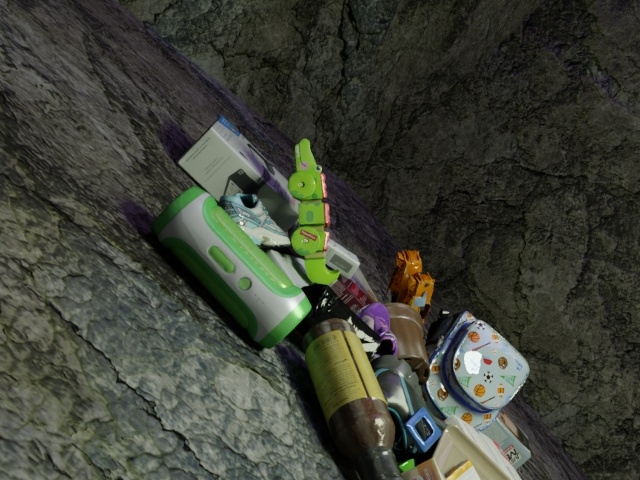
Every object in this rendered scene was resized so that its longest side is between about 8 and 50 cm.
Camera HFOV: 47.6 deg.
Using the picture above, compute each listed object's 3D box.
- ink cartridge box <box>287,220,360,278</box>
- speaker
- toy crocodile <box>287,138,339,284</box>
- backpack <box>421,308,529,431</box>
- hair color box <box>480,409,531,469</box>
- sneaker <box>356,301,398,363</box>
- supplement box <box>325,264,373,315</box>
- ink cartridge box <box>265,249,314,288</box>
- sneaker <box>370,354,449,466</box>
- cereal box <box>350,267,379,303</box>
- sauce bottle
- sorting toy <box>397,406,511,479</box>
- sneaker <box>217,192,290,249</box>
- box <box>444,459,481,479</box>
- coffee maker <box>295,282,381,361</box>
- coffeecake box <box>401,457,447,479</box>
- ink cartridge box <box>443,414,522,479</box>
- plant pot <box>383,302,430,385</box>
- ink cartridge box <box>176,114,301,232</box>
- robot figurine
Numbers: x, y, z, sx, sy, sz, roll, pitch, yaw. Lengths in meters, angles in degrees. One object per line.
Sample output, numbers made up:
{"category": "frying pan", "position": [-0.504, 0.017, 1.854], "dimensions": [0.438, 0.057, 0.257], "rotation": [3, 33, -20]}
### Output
{"category": "ink cartridge box", "position": [0.000, 0.000, 1.881], "dimensions": [0.189, 0.066, 0.232], "rotation": [33, 13, -12]}
{"category": "speaker", "position": [-0.154, 0.047, 1.271], "dimensions": [0.296, 0.131, 0.131], "rotation": [46, 11, -1]}
{"category": "toy crocodile", "position": [-0.019, -0.066, 1.685], "dimensions": [0.115, 0.105, 0.341], "rotation": [89, -3, -85]}
{"category": "backpack", "position": [0.356, 0.335, 1.770], "dimensions": [0.276, 0.263, 0.213], "rotation": [40, -19, 1]}
{"category": "hair color box", "position": [0.395, 0.445, 1.958], "dimensions": [0.374, 0.113, 0.185], "rotation": [49, 11, 8]}
{"category": "sneaker", "position": [0.125, 0.217, 1.568], "dimensions": [0.095, 0.104, 0.236], "rotation": [38, 37, -14]}
{"category": "supplement box", "position": [0.063, 0.148, 1.875], "dimensions": [0.239, 0.073, 0.130], "rotation": [47, 10, 3]}
{"category": "ink cartridge box", "position": [-0.023, 0.129, 1.684], "dimensions": [0.224, 0.045, 0.223], "rotation": [52, 12, 22]}
{"category": "sneaker", "position": [0.186, 0.394, 1.427], "dimensions": [0.341, 0.125, 0.140], "rotation": [50, 40, -7]}
{"category": "cereal box", "position": [0.084, 0.111, 2.157], "dimensions": [0.173, 0.047, 0.240], "rotation": [40, 12, -32]}
{"category": "sauce bottle", "position": [0.058, 0.289, 1.231], "dimensions": [0.111, 0.111, 0.344], "rotation": [38, 21, -39]}
{"category": "sorting toy", "position": [0.258, 0.471, 1.338], "dimensions": [0.348, 0.047, 0.196], "rotation": [45, 48, -6]}
{"category": "sneaker", "position": [-0.140, -0.041, 1.561], "dimensions": [0.283, 0.110, 0.122], "rotation": [8, 77, -75]}
{"category": "box", "position": [0.269, 0.473, 1.294], "dimensions": [0.081, 0.028, 0.136], "rotation": [-20, 81, -42]}
{"category": "coffee maker", "position": [0.027, 0.183, 1.441], "dimensions": [0.178, 0.120, 0.171], "rotation": [44, -2, -18]}
{"category": "coffeecake box", "position": [0.207, 0.468, 1.157], "dimensions": [0.185, 0.068, 0.142], "rotation": [59, 6, -22]}
{"category": "ink cartridge box", "position": [0.356, 0.509, 1.636], "dimensions": [0.218, 0.092, 0.158], "rotation": [40, 13, -38]}
{"category": "plant pot", "position": [0.179, 0.264, 1.712], "dimensions": [0.167, 0.167, 0.165], "rotation": [40, 21, -30]}
{"category": "ink cartridge box", "position": [-0.193, -0.152, 1.832], "dimensions": [0.307, 0.129, 0.223], "rotation": [45, 11, -13]}
{"category": "robot figurine", "position": [0.221, 0.183, 1.937], "dimensions": [0.085, 0.291, 0.211], "rotation": [5, 30, -15]}
